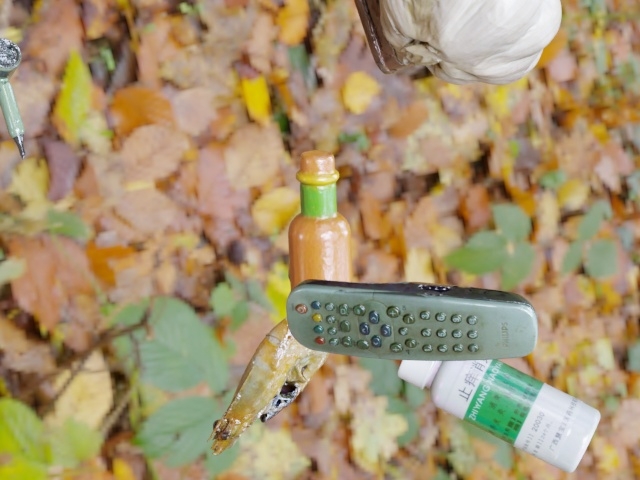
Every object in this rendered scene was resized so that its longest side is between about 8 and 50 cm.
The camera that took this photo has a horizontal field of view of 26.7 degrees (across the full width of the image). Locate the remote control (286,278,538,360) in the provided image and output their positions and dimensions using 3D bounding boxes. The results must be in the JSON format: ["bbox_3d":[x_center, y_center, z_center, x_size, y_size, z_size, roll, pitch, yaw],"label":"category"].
[{"bbox_3d":[0.079,0.069,1.181,0.042,0.222,0.072,-67,155,-55],"label":"remote control"}]

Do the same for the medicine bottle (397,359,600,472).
[{"bbox_3d":[0.229,0.206,1.758,0.095,0.260,0.095,-60,166,-24],"label":"medicine bottle"}]

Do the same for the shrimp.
[{"bbox_3d":[-0.075,0.233,2.183,0.287,0.063,0.152,-55,144,7],"label":"shrimp"}]

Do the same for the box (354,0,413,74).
[{"bbox_3d":[0.185,-0.395,1.820,0.339,0.229,0.239,-57,132,-60],"label":"box"}]

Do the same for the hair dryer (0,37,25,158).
[{"bbox_3d":[-0.392,-0.172,1.685,0.047,0.071,0.150,-10,78,-32],"label":"hair dryer"}]

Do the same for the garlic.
[{"bbox_3d":[0.164,-0.265,1.578,0.152,0.228,0.228,-59,141,-23],"label":"garlic"}]

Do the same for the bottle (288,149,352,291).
[{"bbox_3d":[0.000,0.000,1.392,0.069,0.069,0.187,-44,136,-65],"label":"bottle"}]
